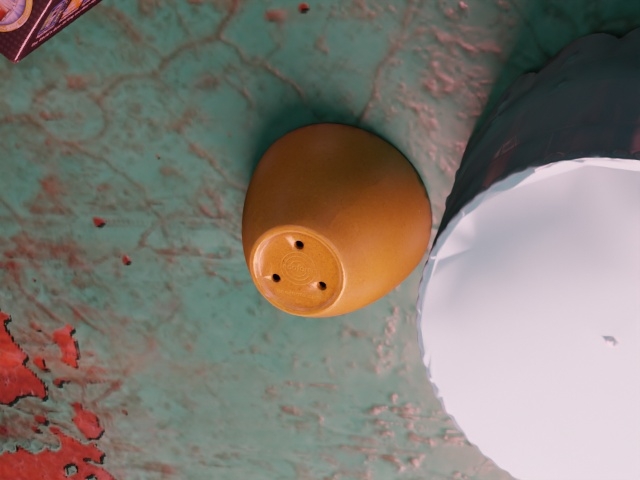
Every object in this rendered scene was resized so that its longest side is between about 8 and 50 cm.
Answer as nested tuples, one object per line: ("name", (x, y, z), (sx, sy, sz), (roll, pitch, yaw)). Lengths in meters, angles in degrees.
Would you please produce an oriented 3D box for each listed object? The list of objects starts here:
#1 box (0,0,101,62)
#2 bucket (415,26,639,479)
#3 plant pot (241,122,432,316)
("box", (-0.090, -0.237, 0.989), (0.060, 0.270, 0.216), (39, 122, -1))
("bucket", (0.196, 0.022, 1.073), (0.281, 0.183, 0.281), (8, 119, 16))
("plant pot", (0.000, 0.000, 1.184), (0.134, 0.095, 0.134), (8, 119, 15))
